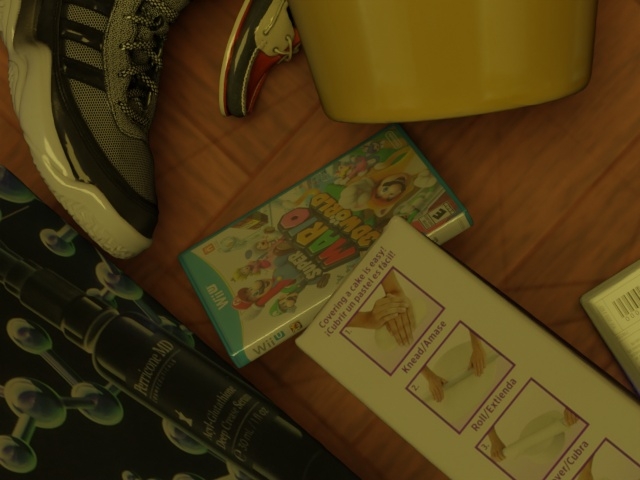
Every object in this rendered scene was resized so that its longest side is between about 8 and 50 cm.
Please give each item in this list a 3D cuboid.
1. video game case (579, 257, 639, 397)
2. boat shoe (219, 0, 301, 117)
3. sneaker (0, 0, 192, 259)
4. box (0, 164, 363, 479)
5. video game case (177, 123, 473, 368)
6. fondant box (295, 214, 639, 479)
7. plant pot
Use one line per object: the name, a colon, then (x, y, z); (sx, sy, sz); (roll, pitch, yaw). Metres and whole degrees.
video game case: (0.300, 0.060, 1.214); (0.212, 0.023, 0.193); (-33, 82, 4)
boat shoe: (-0.029, -0.141, 1.268); (0.043, 0.049, 0.137); (18, 84, 7)
sneaker: (-0.113, -0.130, 1.224); (0.153, 0.101, 0.268); (-23, 67, 14)
box: (-0.164, 0.187, 1.111); (0.395, 0.293, 0.212); (40, 120, 9)
video game case: (0.000, 0.000, 1.220); (0.166, 0.015, 0.119); (-32, 38, -1)
fondant box: (0.169, 0.141, 1.069); (0.330, 0.238, 0.096); (38, 92, 31)
plant pot: (0.069, -0.200, 1.168); (0.254, 0.254, 0.239); (-7, 100, 8)
